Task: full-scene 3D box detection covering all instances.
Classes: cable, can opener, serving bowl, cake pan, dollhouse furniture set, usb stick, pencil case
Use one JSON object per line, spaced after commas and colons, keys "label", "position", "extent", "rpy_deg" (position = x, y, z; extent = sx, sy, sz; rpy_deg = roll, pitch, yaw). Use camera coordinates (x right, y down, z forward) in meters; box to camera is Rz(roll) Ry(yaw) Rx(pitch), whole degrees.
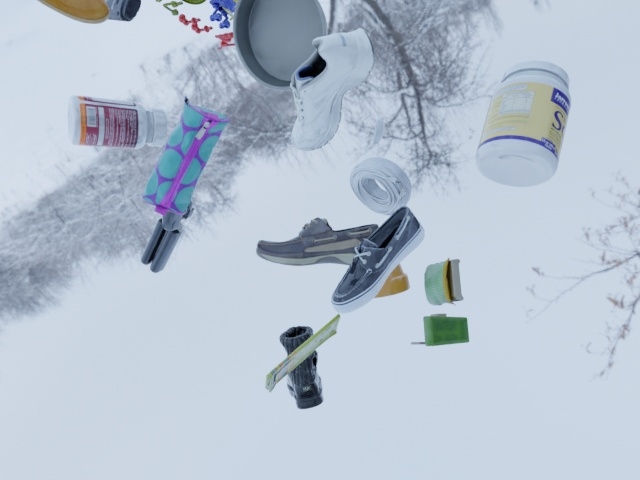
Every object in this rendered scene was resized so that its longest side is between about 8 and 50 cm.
{"label": "cable", "position": [0.237, -0.216, 1.839], "extent": [0.089, 0.257, 0.257], "rpy_deg": [-47, 159, -26]}
{"label": "can opener", "position": [-0.427, -0.021, 1.250], "extent": [0.283, 0.076, 0.095], "rpy_deg": [-55, 171, 28]}
{"label": "serving bowl", "position": [0.191, -0.354, 1.509], "extent": [0.027, 0.083, 0.083], "rpy_deg": [11, -157, -1]}
{"label": "cake pan", "position": [-0.105, -0.562, 1.258], "extent": [0.293, 0.293, 0.054], "rpy_deg": [-20, -167, 35]}
{"label": "dollhouse furniture set", "position": [0.391, 0.216, 1.638], "extent": [0.151, 0.302, 0.197], "rpy_deg": [2, 168, -20]}
{"label": "usb stick", "position": [-0.549, -0.596, 1.169], "extent": [0.278, 0.045, 0.077], "rpy_deg": [23, -95, 33]}
{"label": "pencil case", "position": [-0.183, -0.110, 0.625], "extent": [0.152, 0.064, 0.070], "rpy_deg": [-62, -154, 11]}

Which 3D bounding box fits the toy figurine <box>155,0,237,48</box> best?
{"label": "toy figurine", "position": [-0.337, -0.778, 1.425], "extent": [0.191, 0.217, 0.362], "rpy_deg": [4, 173, 31]}

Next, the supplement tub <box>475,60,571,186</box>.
{"label": "supplement tub", "position": [0.640, -0.362, 1.456], "extent": [0.241, 0.241, 0.331], "rpy_deg": [-4, -117, 57]}

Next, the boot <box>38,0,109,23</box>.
{"label": "boot", "position": [-0.459, -0.525, 0.749], "extent": [0.211, 0.295, 0.104], "rpy_deg": [-39, -165, 48]}

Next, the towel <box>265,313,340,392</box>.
{"label": "towel", "position": [-0.040, 0.275, 1.138], "extent": [0.237, 0.021, 0.102], "rpy_deg": [-36, 159, -27]}

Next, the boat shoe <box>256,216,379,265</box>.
{"label": "boat shoe", "position": [0.000, 0.000, 1.290], "extent": [0.355, 0.130, 0.132], "rpy_deg": [0, -176, -3]}

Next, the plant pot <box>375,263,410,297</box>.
{"label": "plant pot", "position": [0.228, 0.109, 1.792], "extent": [0.205, 0.188, 0.205], "rpy_deg": [-11, -178, 0]}

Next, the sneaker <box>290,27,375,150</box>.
{"label": "sneaker", "position": [-0.011, -0.300, 0.942], "extent": [0.129, 0.111, 0.297], "rpy_deg": [-10, 150, -32]}

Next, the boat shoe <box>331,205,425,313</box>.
{"label": "boat shoe", "position": [0.124, 0.040, 1.108], "extent": [0.301, 0.102, 0.108], "rpy_deg": [-43, -147, -9]}

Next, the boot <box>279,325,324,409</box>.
{"label": "boot", "position": [-0.074, 0.438, 1.701], "extent": [0.131, 0.260, 0.348], "rpy_deg": [-15, 180, -12]}

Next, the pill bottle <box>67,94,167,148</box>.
{"label": "pill bottle", "position": [-0.517, -0.298, 1.188], "extent": [0.221, 0.121, 0.121], "rpy_deg": [-3, 179, -35]}
